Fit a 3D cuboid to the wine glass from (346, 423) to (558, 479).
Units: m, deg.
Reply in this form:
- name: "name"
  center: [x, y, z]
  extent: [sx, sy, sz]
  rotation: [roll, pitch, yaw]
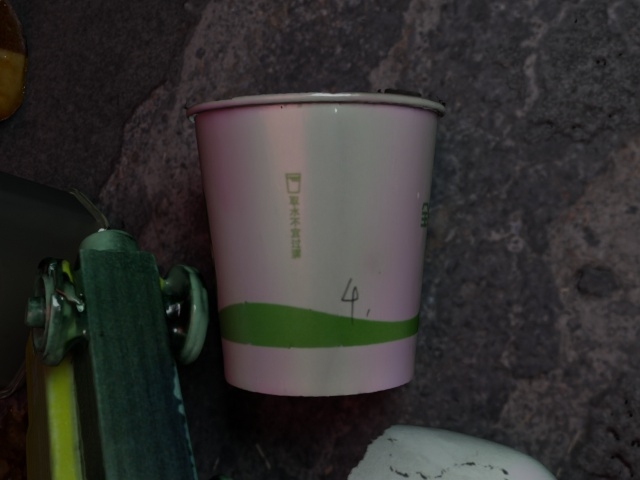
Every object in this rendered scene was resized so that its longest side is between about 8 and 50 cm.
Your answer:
- name: "wine glass"
  center: [0.166, 0.299, 0.641]
  extent: [0.322, 0.238, 0.238]
  rotation: [26, 94, 23]

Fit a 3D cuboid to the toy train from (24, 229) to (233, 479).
- name: "toy train"
  center: [-0.198, 0.209, 0.731]
  extent: [0.272, 0.179, 0.442]
  rotation: [-59, 39, 40]

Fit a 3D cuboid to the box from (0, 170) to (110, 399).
- name: "box"
  center: [-0.400, 0.046, 0.896]
  extent: [0.138, 0.178, 0.274]
  rotation: [36, 96, 37]

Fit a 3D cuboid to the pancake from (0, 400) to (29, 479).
- name: "pancake"
  center: [-0.339, 0.317, 0.922]
  extent: [0.212, 0.056, 0.257]
  rotation: [35, 104, 28]

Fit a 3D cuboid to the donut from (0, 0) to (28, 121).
- name: "donut"
  center: [-0.467, -0.239, 0.991]
  extent: [0.085, 0.141, 0.217]
  rotation: [-4, 82, 31]

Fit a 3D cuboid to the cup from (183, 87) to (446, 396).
- name: "cup"
  center: [0.000, 0.000, 0.739]
  extent: [0.253, 0.253, 0.274]
  rotation: [-1, 93, 21]
